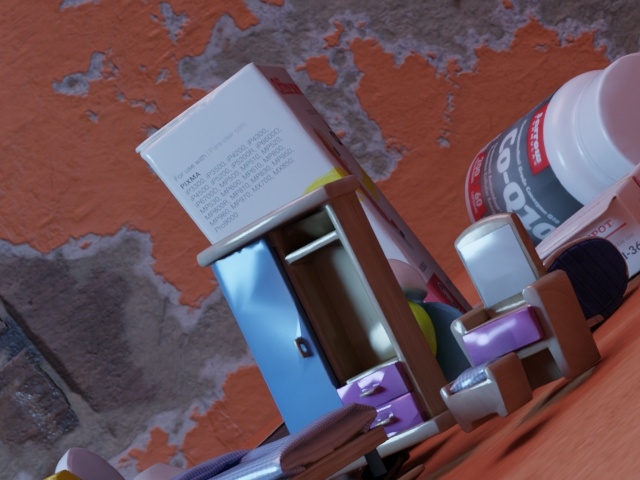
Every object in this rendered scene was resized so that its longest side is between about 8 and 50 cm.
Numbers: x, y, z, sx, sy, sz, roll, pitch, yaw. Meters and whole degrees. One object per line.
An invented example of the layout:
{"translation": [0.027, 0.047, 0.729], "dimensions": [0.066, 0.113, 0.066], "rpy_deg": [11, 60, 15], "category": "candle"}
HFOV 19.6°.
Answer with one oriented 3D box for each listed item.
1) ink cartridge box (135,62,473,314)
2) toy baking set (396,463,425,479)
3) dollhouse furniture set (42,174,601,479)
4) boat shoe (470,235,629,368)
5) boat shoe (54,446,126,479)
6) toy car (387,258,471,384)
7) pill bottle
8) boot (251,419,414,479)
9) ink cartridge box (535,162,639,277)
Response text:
{"translation": [0.000, 0.000, 2.011], "dimensions": [0.160, 0.385, 0.279], "rpy_deg": [-39, 0, 7], "category": "ink cartridge box"}
{"translation": [-0.047, 0.227, 1.206], "dimensions": [0.256, 0.030, 0.196], "rpy_deg": [-47, -14, 30], "category": "toy baking set"}
{"translation": [-0.026, 0.080, 1.250], "dimensions": [0.286, 0.198, 0.303], "rpy_deg": [-28, -3, 35], "category": "dollhouse furniture set"}
{"translation": [0.171, 0.061, 1.455], "dimensions": [0.183, 0.066, 0.066], "rpy_deg": [-38, -2, -35], "category": "boat shoe"}
{"translation": [-0.180, 0.265, 1.453], "dimensions": [0.084, 0.095, 0.258], "rpy_deg": [-45, 32, 14], "category": "boat shoe"}
{"translation": [0.075, 0.110, 1.675], "dimensions": [0.136, 0.159, 0.182], "rpy_deg": [3, -21, -25], "category": "toy car"}
{"translation": [0.279, -0.082, 1.943], "dimensions": [0.161, 0.161, 0.283], "rpy_deg": [-39, -1, -28], "category": "pill bottle"}
{"translation": [-0.032, 0.212, 1.493], "dimensions": [0.207, 0.090, 0.248], "rpy_deg": [-28, 18, 51], "category": "boot"}
{"translation": [0.243, 0.004, 1.609], "dimensions": [0.115, 0.067, 0.198], "rpy_deg": [-39, -2, 25], "category": "ink cartridge box"}
